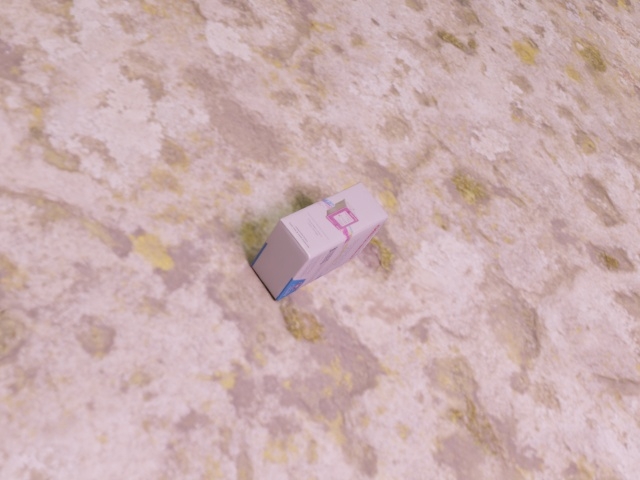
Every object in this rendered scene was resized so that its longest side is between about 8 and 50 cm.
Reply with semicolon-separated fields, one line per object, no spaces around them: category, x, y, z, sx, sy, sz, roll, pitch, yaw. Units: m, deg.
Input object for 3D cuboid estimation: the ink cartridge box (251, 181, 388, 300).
ink cartridge box;0.000;0.000;0.735;0.122;0.088;0.052;-26;72;-39
